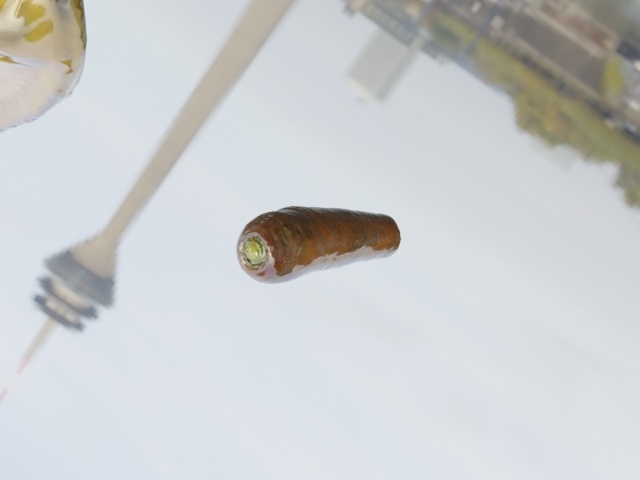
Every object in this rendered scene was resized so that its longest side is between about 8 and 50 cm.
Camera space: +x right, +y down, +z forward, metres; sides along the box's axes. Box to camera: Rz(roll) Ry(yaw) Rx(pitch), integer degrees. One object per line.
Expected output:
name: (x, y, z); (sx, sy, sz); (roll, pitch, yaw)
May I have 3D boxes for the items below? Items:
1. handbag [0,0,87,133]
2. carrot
handbag: (-0.191, -0.150, 0.439); (0.133, 0.283, 0.401); (-11, -178, -21)
carrot: (0.000, 0.000, 0.658); (0.032, 0.032, 0.093); (41, -153, 29)
